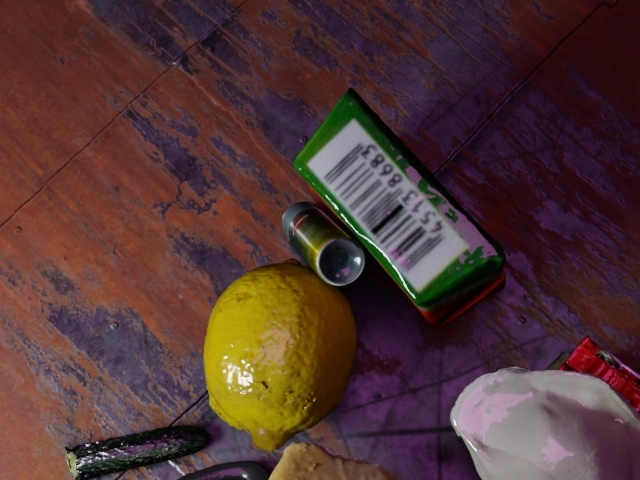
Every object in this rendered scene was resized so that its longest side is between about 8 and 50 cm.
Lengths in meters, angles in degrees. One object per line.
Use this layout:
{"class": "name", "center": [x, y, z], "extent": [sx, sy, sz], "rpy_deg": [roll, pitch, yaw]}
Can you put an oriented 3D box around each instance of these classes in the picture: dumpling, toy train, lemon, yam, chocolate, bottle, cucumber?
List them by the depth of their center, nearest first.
{"class": "dumpling", "center": [0.385, 0.332, 1.777], "extent": [0.260, 0.181, 0.341], "rpy_deg": [-42, 72, 12]}
{"class": "lemon", "center": [-0.067, 0.181, 1.839], "extent": [0.245, 0.245, 0.320], "rpy_deg": [8, 70, 6]}
{"class": "toy train", "center": [0.492, 0.256, 1.852], "extent": [0.204, 0.131, 0.083], "rpy_deg": [38, 80, 26]}
{"class": "chocolate", "center": [0.135, -0.031, 1.858], "extent": [0.161, 0.341, 0.360], "rpy_deg": [-41, 74, 0]}
{"class": "bottle", "center": [0.000, 0.000, 1.883], "extent": [0.082, 0.286, 0.082], "rpy_deg": [-3, 104, -12]}
{"class": "cucumber", "center": [-0.302, 0.346, 1.884], "extent": [0.245, 0.067, 0.067], "rpy_deg": [-13, 70, 0]}
{"class": "yam", "center": [0.375, 0.239, 1.910], "extent": [0.129, 0.027, 0.033], "rpy_deg": [-43, 73, -11]}

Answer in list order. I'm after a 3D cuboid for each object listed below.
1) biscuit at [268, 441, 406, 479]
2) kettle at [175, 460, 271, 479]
{"class": "biscuit", "center": [0.079, 0.506, 1.670], "extent": [0.429, 0.104, 0.446], "rpy_deg": [32, 45, 2]}
{"class": "kettle", "center": [-0.144, 0.492, 1.782], "extent": [0.271, 0.251, 0.207], "rpy_deg": [-15, 103, -14]}
